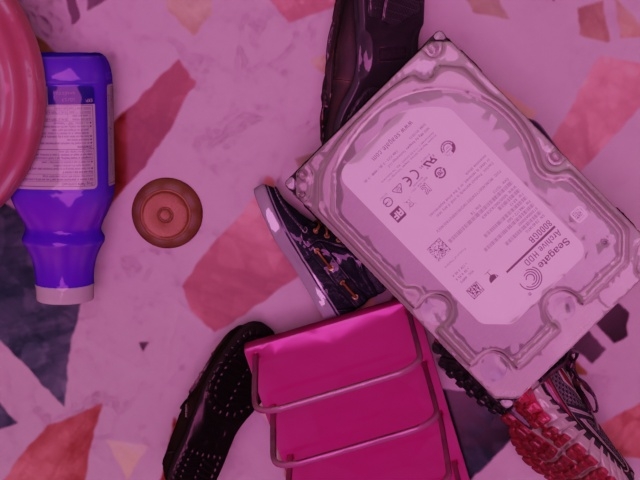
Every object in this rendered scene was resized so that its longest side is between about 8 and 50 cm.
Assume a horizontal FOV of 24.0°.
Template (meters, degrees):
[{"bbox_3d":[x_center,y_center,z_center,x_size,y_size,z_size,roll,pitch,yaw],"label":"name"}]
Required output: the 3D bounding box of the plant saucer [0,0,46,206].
[{"bbox_3d":[-0.463,-0.165,1.654,0.332,0.084,0.332,4,100,21],"label":"plant saucer"}]

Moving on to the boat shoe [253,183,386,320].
[{"bbox_3d":[0.000,0.000,1.720,0.083,0.065,0.183,-31,103,5],"label":"boat shoe"}]

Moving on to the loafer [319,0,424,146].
[{"bbox_3d":[0.053,-0.187,1.682,0.109,0.095,0.302,-1,106,-28],"label":"loafer"}]

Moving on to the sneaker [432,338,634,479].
[{"bbox_3d":[0.264,0.177,1.713,0.299,0.121,0.112,49,61,-15],"label":"sneaker"}]

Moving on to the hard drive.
[{"bbox_3d":[0.161,-0.022,1.599,0.237,0.064,0.339,-44,89,3],"label":"hard drive"}]

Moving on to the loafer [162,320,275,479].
[{"bbox_3d":[-0.128,0.188,1.747,0.080,0.078,0.220,34,83,-32],"label":"loafer"}]

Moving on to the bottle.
[{"bbox_3d":[-0.291,-0.071,1.703,0.118,0.092,0.283,1,100,7],"label":"bottle"}]

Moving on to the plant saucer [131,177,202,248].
[{"bbox_3d":[-0.178,-0.031,1.744,0.083,0.015,0.083,0,100,2],"label":"plant saucer"}]

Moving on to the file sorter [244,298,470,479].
[{"bbox_3d":[0.053,0.248,1.667,0.202,0.182,0.291,-16,109,4],"label":"file sorter"}]

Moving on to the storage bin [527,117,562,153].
[{"bbox_3d":[0.204,-0.070,1.681,0.135,0.091,0.098,-37,96,9],"label":"storage bin"}]
